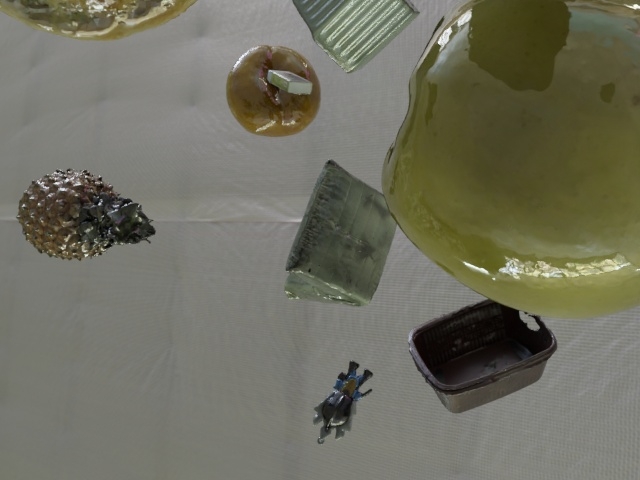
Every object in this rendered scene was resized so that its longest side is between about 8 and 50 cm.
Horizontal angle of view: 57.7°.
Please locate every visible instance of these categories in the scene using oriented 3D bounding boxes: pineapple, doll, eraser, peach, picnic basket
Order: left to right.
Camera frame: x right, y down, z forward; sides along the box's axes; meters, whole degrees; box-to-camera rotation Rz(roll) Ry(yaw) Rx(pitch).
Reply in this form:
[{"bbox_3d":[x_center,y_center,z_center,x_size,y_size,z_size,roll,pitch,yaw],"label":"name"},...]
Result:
[{"bbox_3d":[-0.470,-0.039,1.194,0.361,0.201,0.202,14,-89,41],"label":"pineapple"},{"bbox_3d":[-0.121,-0.387,1.500,0.250,0.153,0.252,1,-95,-8],"label":"peach"},{"bbox_3d":[-0.046,-0.232,0.848,0.083,0.038,0.019,44,-47,51],"label":"eraser"},{"bbox_3d":[0.045,0.364,1.288,0.095,0.070,0.195,29,-99,17],"label":"doll"},{"bbox_3d":[0.354,0.260,1.297,0.296,0.129,0.223,-20,-143,-7],"label":"picnic basket"}]

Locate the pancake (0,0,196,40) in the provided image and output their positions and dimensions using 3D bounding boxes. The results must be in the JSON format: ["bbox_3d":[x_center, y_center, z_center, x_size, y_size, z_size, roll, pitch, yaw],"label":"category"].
[{"bbox_3d":[-0.283,-0.410,0.669,0.387,0.386,0.082,-41,-143,21],"label":"pancake"}]

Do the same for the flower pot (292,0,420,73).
[{"bbox_3d":[0.076,-0.506,1.253,0.189,0.209,0.239,-37,-114,25],"label":"flower pot"}]

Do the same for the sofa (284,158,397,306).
[{"bbox_3d":[0.000,0.000,1.021,0.225,0.175,0.210,-1,-115,61],"label":"sofa"}]

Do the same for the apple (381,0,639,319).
[{"bbox_3d":[0.179,-0.072,0.456,0.262,0.262,0.263,-5,-99,32],"label":"apple"}]
